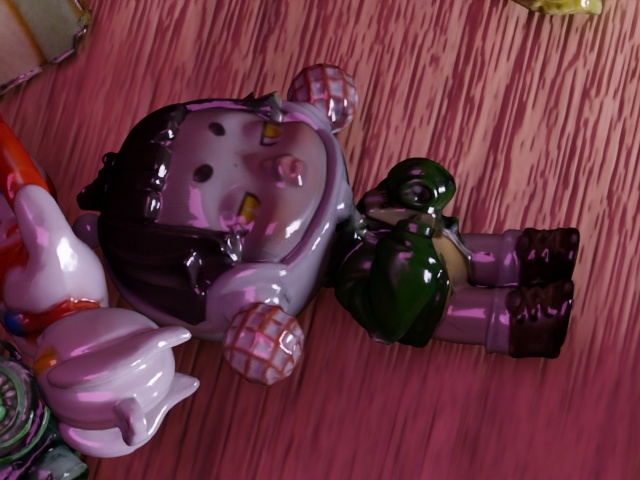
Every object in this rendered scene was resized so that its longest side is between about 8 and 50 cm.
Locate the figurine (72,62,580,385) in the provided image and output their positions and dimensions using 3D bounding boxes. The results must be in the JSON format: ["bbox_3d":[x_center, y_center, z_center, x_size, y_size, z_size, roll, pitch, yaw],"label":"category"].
[{"bbox_3d":[0.000,0.000,1.224,0.370,0.167,0.281,12,53,1],"label":"figurine"}]

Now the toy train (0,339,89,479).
[{"bbox_3d":[-0.293,0.137,1.239,0.243,0.132,0.188,38,84,17],"label":"toy train"}]

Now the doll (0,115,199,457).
[{"bbox_3d":[-0.201,0.009,1.177,0.099,0.188,0.384,-26,47,-19],"label":"doll"}]

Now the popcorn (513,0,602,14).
[{"bbox_3d":[0.186,-0.225,1.271,0.120,0.116,0.106,-10,35,-26],"label":"popcorn"}]

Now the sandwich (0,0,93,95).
[{"bbox_3d":[-0.308,-0.257,1.351,0.155,0.227,0.198,-30,39,1],"label":"sandwich"}]
